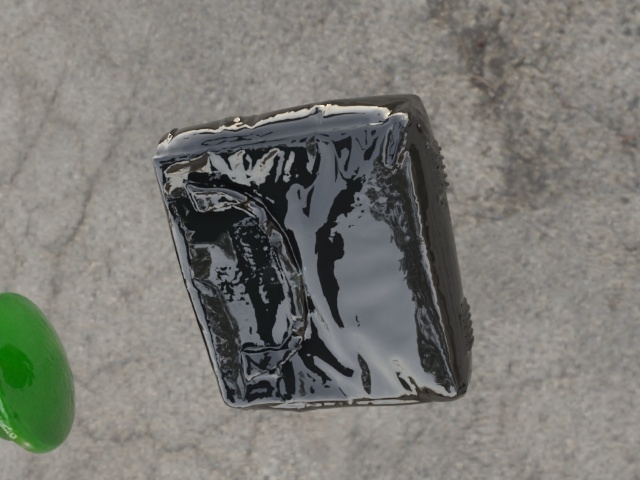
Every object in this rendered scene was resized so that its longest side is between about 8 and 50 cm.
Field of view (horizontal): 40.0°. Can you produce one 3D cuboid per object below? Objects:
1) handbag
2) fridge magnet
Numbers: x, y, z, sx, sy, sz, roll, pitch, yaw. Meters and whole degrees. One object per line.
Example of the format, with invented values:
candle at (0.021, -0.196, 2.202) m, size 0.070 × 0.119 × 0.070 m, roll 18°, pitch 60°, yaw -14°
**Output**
handbag at (-0.002, 0.018, 0.745) m, size 0.244 × 0.088 × 0.275 m, roll -7°, pitch 115°, yaw 16°
fridge magnet at (-0.371, 0.164, 1.092) m, size 0.088 × 0.208 × 0.208 m, roll -18°, pitch 66°, yaw 7°
